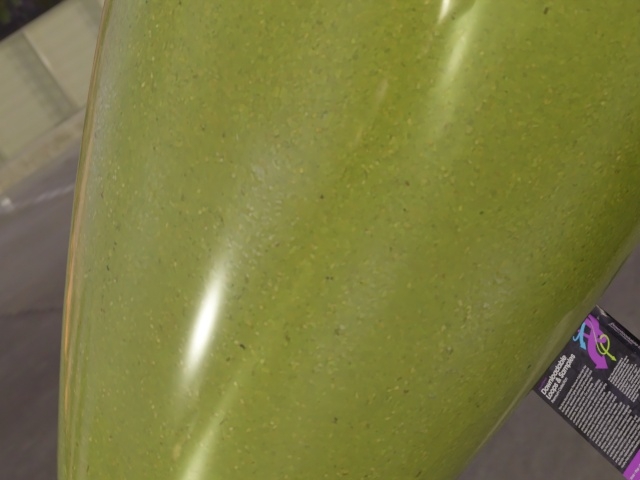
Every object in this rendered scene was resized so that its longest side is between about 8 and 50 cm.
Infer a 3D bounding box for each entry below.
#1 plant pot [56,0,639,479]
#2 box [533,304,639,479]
[{"bbox_3d":[0.000,0.000,0.550,0.275,0.275,0.293,-137,69,-75],"label":"plant pot"},{"bbox_3d":[0.286,0.147,1.213,0.029,0.162,0.116,-15,-41,-44],"label":"box"}]
